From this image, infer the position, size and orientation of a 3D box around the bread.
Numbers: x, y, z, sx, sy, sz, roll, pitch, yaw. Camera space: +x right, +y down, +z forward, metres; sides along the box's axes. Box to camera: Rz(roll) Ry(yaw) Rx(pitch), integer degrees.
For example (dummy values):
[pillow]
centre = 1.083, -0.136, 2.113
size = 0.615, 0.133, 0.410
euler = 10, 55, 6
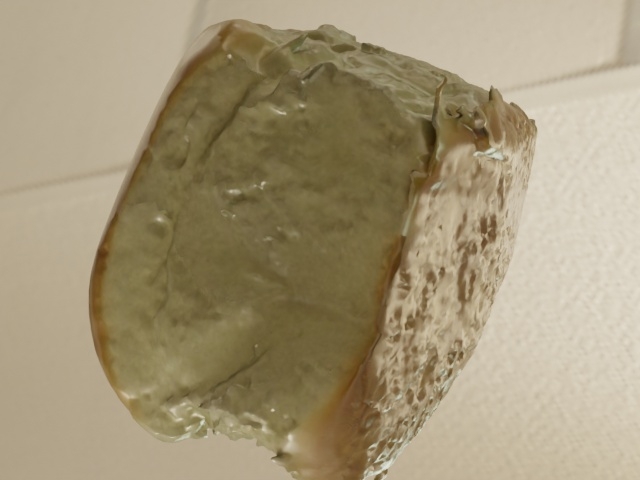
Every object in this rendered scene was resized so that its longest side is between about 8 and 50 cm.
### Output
[bread]
centre = 0.000, 0.000, 0.960
size = 0.225, 0.279, 0.250
euler = 20, -82, 20
